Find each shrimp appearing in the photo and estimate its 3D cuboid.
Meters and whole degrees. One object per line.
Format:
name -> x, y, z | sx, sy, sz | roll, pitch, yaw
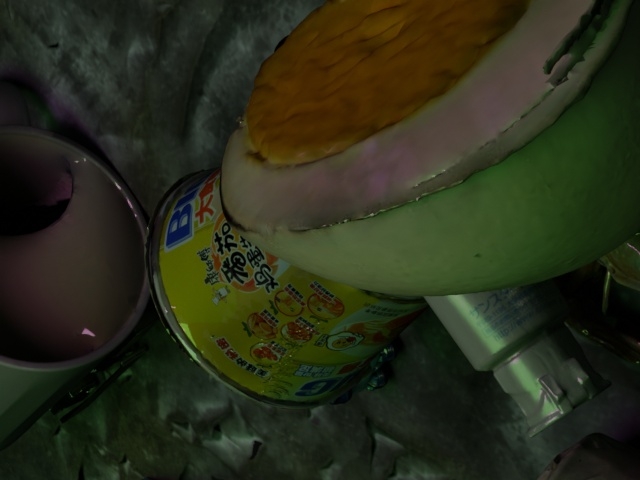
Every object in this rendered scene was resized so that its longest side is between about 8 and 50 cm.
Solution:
shrimp -> 0.208, 0.027, 1.011 | 0.251, 0.052, 0.144 | 37, 147, 40

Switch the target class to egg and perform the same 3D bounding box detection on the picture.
egg -> 0.086, -0.054, 0.931 | 0.286, 0.264, 0.174 | -21, 123, 25

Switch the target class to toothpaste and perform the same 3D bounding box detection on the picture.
toothpaste -> 0.083, -0.012, 1.043 | 0.299, 0.114, 0.073 | 57, 156, 11

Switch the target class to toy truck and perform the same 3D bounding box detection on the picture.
toy truck -> 0.014, 0.081, 1.268 | 0.090, 0.056, 0.073 | 50, 140, 32

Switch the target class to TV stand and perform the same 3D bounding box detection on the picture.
TV stand -> -0.220, 0.124, 1.571 | 0.042, 0.036, 0.249 | 56, 143, 5

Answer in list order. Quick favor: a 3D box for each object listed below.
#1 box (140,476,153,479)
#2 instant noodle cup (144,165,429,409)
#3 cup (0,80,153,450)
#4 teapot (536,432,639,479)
box -> -0.115, 0.330, 1.557 | 0.229, 0.041, 0.162 | 4, 118, 62
instant noodle cup -> 0.000, 0.000, 1.121 | 0.153, 0.205, 0.205 | -39, 85, 43
cup -> -0.333, 0.026, 1.496 | 0.327, 0.236, 0.323 | -38, 56, 53
teapot -> 0.216, 0.258, 1.073 | 0.178, 0.163, 0.222 | 26, 133, 25
